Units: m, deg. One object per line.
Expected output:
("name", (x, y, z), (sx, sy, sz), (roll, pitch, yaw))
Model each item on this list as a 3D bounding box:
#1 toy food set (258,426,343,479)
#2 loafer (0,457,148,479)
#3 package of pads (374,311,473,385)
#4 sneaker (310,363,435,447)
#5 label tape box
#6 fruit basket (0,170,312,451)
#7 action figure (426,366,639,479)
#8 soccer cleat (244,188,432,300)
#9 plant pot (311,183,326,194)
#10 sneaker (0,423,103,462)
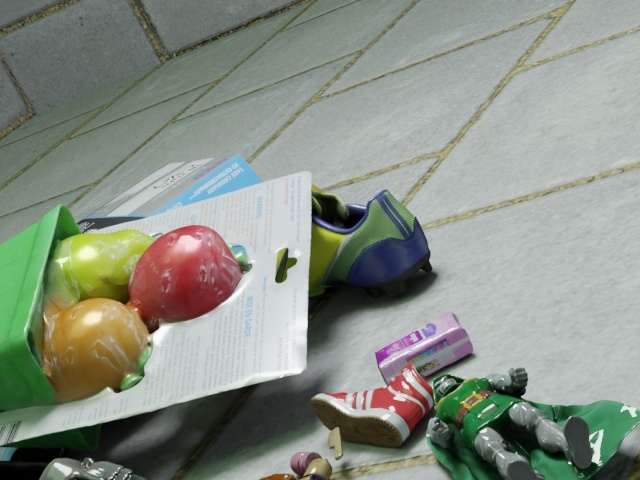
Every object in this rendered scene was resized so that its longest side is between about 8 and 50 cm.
("toy food set", (-0.029, 0.201, 1.239), (0.122, 0.019, 0.078), (-34, 15, 8))
("loafer", (-0.243, 0.233, 1.367), (0.267, 0.084, 0.096), (-13, 22, 44))
("package of pads", (0.089, 0.096, 1.338), (0.083, 0.032, 0.050), (-28, 13, 1))
("sneaker", (0.047, 0.133, 1.272), (0.067, 0.042, 0.118), (-41, 28, -28))
("label tape box", (-0.193, -0.009, 2.001), (0.240, 0.106, 0.333), (-37, 18, -26))
("fruit basket", (-0.173, 0.075, 1.501), (0.353, 0.165, 0.327), (-11, 34, 8))
("action figure", (0.127, 0.135, 1.114), (0.137, 0.063, 0.232), (-34, 13, -9))
("soccer cleat", (0.001, -0.001, 1.620), (0.093, 0.121, 0.289), (-38, 19, -34))
("plant pot", (-0.019, -0.019, 1.782), (0.081, 0.083, 0.081), (-25, 17, 10))
("sneaker", (-0.263, 0.200, 1.588), (0.162, 0.063, 0.073), (-32, 33, 1))
